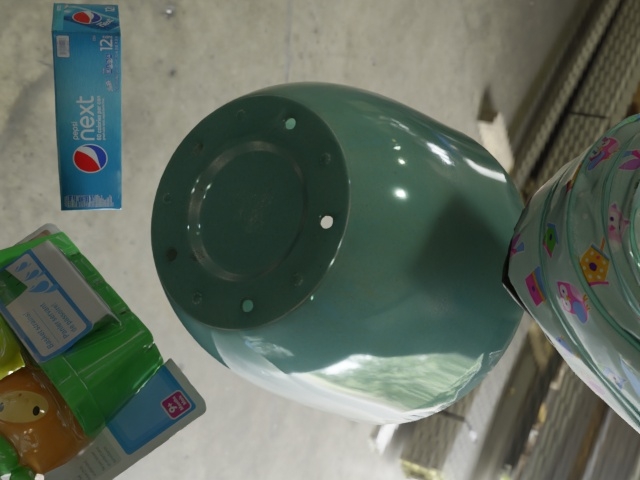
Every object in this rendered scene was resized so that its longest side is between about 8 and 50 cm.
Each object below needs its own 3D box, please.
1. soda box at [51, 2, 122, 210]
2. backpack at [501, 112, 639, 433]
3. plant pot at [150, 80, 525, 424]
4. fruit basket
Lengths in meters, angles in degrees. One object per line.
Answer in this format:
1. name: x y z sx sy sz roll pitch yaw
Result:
1. soda box: -0.242 -0.135 0.973 0.067 0.071 0.210 -1 127 -14
2. backpack: 0.173 0.025 0.393 0.152 0.182 0.115 -51 -177 -27
3. plant pot: 0.000 0.000 0.784 0.235 0.293 0.293 23 82 -56
4. fruit basket: -0.344 0.154 0.925 0.353 0.327 0.165 -30 143 -25
